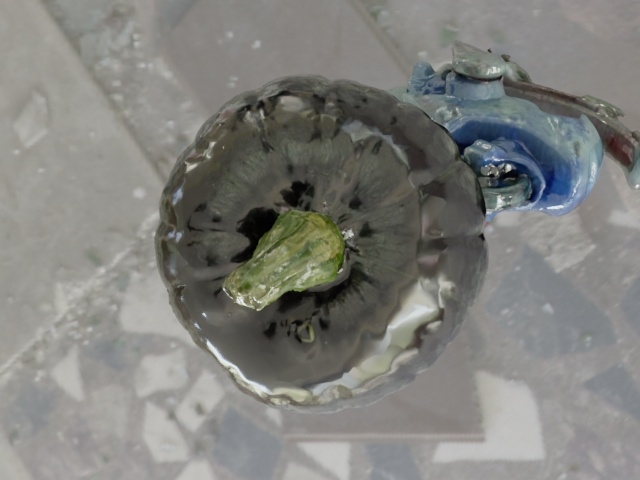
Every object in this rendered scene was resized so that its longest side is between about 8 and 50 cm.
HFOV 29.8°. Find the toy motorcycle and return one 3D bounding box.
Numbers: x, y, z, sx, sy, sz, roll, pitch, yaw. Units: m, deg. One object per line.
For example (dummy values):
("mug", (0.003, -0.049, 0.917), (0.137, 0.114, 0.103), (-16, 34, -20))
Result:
("toy motorcycle", (0.194, -0.121, 1.247), (0.241, 0.319, 0.182), (-27, 120, -1))

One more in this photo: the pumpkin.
("pumpkin", (0.000, 0.000, 1.015), (0.295, 0.296, 0.296), (8, 106, 32))
